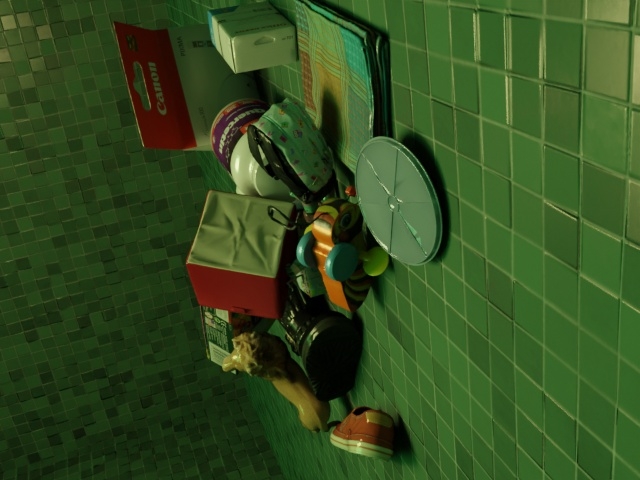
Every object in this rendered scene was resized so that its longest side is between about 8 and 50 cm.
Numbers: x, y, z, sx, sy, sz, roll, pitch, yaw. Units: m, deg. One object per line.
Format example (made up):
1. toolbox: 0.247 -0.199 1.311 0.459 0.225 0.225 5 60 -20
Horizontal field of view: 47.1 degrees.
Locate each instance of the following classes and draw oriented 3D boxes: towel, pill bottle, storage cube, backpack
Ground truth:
1. towel: 0.030 -0.258 1.262 0.370 0.040 0.272 -126 26 -55
2. pill bottle: -0.128 -0.195 1.630 0.323 0.181 0.182 -131 29 -59
3. storage cube: -0.158 0.031 1.529 0.193 0.214 0.184 91 -169 -60
4. backpack: -0.052 -0.169 1.346 0.152 0.115 0.182 33 164 42

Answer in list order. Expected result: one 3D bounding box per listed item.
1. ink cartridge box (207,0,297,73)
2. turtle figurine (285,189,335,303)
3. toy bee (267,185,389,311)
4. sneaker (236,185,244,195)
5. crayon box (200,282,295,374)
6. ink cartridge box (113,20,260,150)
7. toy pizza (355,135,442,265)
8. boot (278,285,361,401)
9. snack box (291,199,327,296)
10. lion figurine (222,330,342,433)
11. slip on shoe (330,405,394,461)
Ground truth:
1. ink cartridge box: -0.144 -0.430 1.537 0.191 0.139 0.082 -122 24 -50
2. turtle figurine: 0.000 0.000 1.483 0.175 0.118 0.234 -48 -45 -66
3. toy bee: 0.044 -0.006 1.313 0.195 0.162 0.298 34 162 21
4. sneaker: -0.193 -0.208 2.027 0.297 0.111 0.129 -127 32 -53
5. crayon box: -0.177 0.127 1.909 0.106 0.313 0.363 26 146 15
6. ink cartridge box: -0.298 -0.376 1.781 0.091 0.385 0.308 -17 86 32
7. toy pizza: 0.119 -0.060 1.090 0.201 0.032 0.201 42 144 41
8. boot: -0.018 0.197 1.712 0.348 0.131 0.260 95 156 -54
9. snack box: -0.039 0.010 1.724 0.174 0.070 0.207 -150 47 -69
10. lion figurine: -0.069 0.363 1.832 0.392 0.142 0.240 41 175 -6
11. slip on shoe: 0.096 0.411 1.581 0.331 0.123 0.101 114 171 -75
